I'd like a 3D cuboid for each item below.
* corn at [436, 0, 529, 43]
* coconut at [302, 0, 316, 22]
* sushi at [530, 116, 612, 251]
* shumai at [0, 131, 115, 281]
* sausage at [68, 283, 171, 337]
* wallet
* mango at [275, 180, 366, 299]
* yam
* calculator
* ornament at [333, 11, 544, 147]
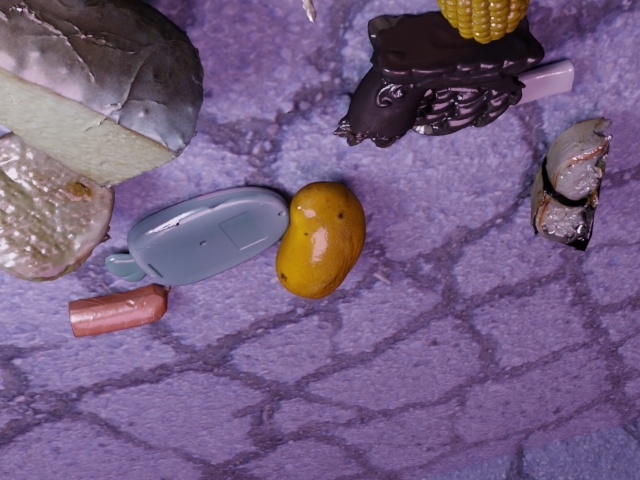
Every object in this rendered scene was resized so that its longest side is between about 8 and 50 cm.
[{"bbox_3d":[0.173,-0.340,0.987,0.119,0.119,0.321,-17,142,1],"label":"corn"},{"bbox_3d":[-0.046,-0.373,0.651,0.346,0.360,0.346,-39,161,-16],"label":"coconut"},{"bbox_3d":[0.397,-0.098,1.465,0.109,0.134,0.273,8,158,13],"label":"sushi"},{"bbox_3d":[-0.364,-0.050,1.197,0.201,0.201,0.120,-6,-173,-15],"label":"shumai"},{"bbox_3d":[-0.327,0.114,1.508,0.169,0.065,0.065,-11,147,-8],"label":"sausage"},{"bbox_3d":[0.302,-0.221,1.306,0.122,0.025,0.061,-17,146,0],"label":"wallet"},{"bbox_3d":[0.003,0.004,1.417,0.157,0.109,0.262,-33,158,-20],"label":"mango"},{"bbox_3d":[-0.273,-0.194,0.935,0.202,0.201,0.271,-15,159,38],"label":"yam"},{"bbox_3d":[-0.189,0.001,1.410,0.299,0.041,0.185,-22,147,6],"label":"calculator"},{"bbox_3d":[0.150,-0.191,1.231,0.251,0.106,0.260,-7,152,-10],"label":"ornament"}]
